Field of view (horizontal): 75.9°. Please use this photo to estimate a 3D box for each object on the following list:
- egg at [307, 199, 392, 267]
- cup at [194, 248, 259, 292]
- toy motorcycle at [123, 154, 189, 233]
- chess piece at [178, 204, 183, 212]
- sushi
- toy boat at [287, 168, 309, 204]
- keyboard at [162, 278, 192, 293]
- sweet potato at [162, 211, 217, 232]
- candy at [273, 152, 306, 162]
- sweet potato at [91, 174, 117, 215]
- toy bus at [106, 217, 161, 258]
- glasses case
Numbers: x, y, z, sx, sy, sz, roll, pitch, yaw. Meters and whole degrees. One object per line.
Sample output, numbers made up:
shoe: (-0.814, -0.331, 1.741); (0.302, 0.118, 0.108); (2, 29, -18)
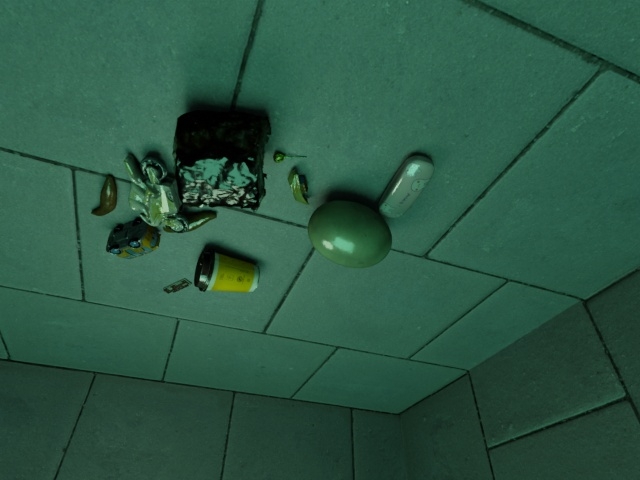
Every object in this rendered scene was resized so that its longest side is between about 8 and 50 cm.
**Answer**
egg: (0.117, -0.023, 1.616); (0.352, 0.259, 0.258); (22, 135, -26)
cup: (-0.433, 0.154, 1.889); (0.279, 0.197, 0.196); (14, 138, -28)
toy motorcycle: (-0.636, -0.167, 1.558); (0.222, 0.108, 0.341); (3, 129, 11)
chess piece: (-0.607, -0.131, 1.659); (0.093, 0.042, 0.042); (-4, 139, 12)
sushi: (-0.314, -0.253, 1.321); (0.293, 0.300, 0.281); (5, 155, -8)
toy boat: (-0.079, -0.198, 1.563); (0.066, 0.065, 0.172); (-23, 140, -3)
keyboard: (-0.734, 0.239, 2.105); (0.165, 0.017, 0.055); (-24, 134, 25)
sweet potato: (-0.547, -0.074, 1.699); (0.243, 0.077, 0.077); (-9, 138, 13)
candy: (-0.110, -0.297, 1.475); (0.122, 0.035, 0.035); (-3, -176, -11)
sweet potato: (-0.845, -0.156, 1.621); (0.078, 0.058, 0.255); (36, 132, -14)
toy bus: (-0.790, 0.001, 1.752); (0.209, 0.126, 0.136); (-17, 145, 18)
glasses case: (0.319, -0.196, 1.549); (0.113, 0.075, 0.297); (12, 139, -15)
